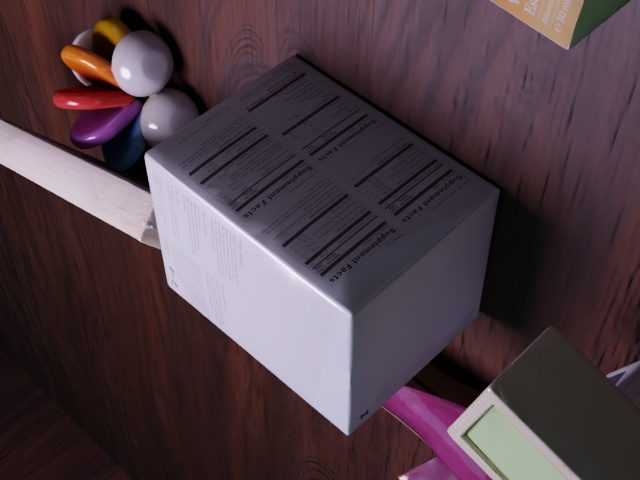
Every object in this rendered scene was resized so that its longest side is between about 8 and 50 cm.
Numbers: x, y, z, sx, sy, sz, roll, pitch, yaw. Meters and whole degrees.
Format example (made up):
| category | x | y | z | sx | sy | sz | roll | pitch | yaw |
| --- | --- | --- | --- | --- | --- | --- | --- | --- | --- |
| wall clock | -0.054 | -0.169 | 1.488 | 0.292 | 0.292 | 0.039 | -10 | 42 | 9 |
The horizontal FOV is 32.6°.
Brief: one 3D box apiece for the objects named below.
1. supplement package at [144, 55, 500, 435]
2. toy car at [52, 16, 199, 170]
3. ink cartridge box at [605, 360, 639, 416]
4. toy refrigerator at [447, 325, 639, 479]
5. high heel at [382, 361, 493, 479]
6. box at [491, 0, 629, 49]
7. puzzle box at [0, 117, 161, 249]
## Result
| category | x | y | z | sx | sy | sz | roll | pitch | yaw |
| --- | --- | --- | --- | --- | --- | --- | --- | --- | --- |
| supplement package | 0.000 | 0.000 | 1.050 | 0.262 | 0.198 | 0.199 | 37 | 149 | 27 |
| toy car | -0.242 | -0.163 | 1.290 | 0.159 | 0.136 | 0.182 | 15 | 137 | 49 |
| ink cartridge box | 0.291 | 0.205 | 0.963 | 0.172 | 0.100 | 0.237 | 50 | 153 | 4 |
| toy refrigerator | 0.231 | 0.206 | 0.846 | 0.269 | 0.094 | 0.102 | 45 | 150 | 11 |
| high heel | 0.102 | 0.121 | 1.201 | 0.181 | 0.127 | 0.377 | -40 | 82 | 32 |
| box | 0.129 | -0.228 | 0.683 | 0.170 | 0.091 | 0.130 | 39 | 151 | 23 |
| puzzle box | -0.233 | -0.050 | 1.345 | 0.409 | 0.052 | 0.272 | 25 | 180 | 42 |
